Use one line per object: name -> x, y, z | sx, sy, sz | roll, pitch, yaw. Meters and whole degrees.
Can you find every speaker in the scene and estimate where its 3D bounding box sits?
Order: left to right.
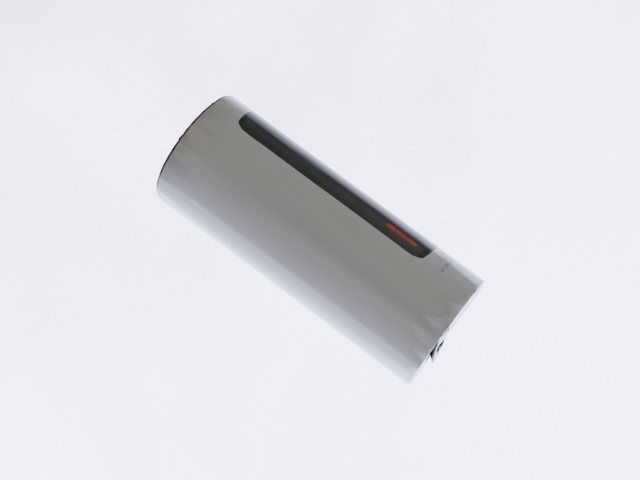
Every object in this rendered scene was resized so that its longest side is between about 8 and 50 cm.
speaker -> 0.000, 0.000, 0.517 | 0.136, 0.055, 0.055 | 37, -106, 9
